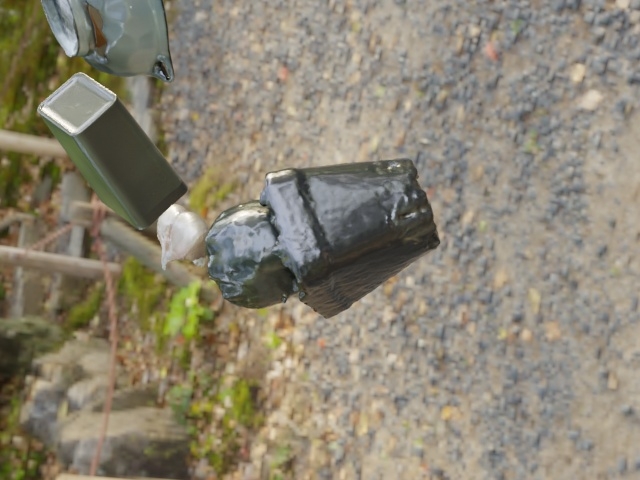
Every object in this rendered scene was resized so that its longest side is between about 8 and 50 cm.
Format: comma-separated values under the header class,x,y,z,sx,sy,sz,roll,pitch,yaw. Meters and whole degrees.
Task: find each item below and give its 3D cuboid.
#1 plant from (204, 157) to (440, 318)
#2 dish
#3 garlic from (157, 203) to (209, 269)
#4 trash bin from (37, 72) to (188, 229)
class,x,y,z,sx,sy,sz,roll,pitch,yaw
plant,0.000,0.000,1.225,0.164,0.256,0.141,51,-157,-66
dish,-0.338,-0.358,1.673,0.303,0.120,0.303,47,151,37
garlic,-0.289,-0.010,2.329,0.174,0.099,0.124,37,123,46
trash bin,-0.362,-0.156,1.954,0.122,0.240,0.164,-44,47,-13
